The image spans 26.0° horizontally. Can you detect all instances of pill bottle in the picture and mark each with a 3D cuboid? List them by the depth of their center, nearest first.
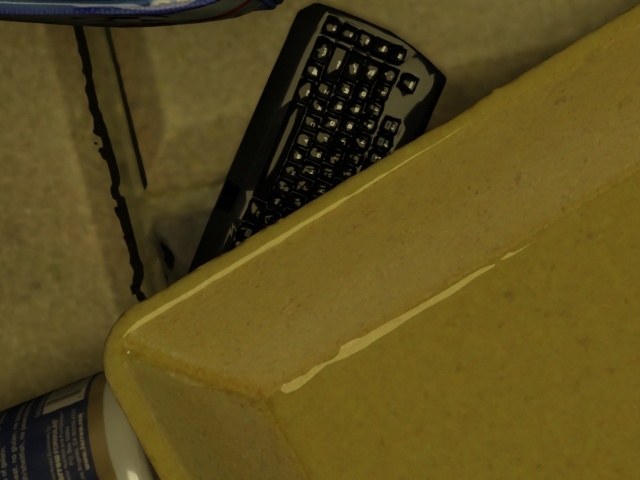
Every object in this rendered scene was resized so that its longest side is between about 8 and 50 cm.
[{"bbox_3d":[-0.135,0.124,0.608,0.169,0.094,0.094,-22,98,12],"label":"pill bottle"}]

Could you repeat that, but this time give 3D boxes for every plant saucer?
[{"bbox_3d":[0.135,0.097,0.538,0.333,0.081,0.332,-31,72,-3],"label":"plant saucer"}]

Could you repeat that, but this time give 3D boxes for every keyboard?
[{"bbox_3d":[0.000,0.000,0.612,0.100,0.038,0.192,22,101,-1],"label":"keyboard"}]

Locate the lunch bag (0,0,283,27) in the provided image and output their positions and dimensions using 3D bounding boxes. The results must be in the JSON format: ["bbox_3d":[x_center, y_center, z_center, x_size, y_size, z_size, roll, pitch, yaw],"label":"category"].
[{"bbox_3d":[-0.162,-0.132,0.493,0.303,0.243,0.115,1,99,2],"label":"lunch bag"}]
